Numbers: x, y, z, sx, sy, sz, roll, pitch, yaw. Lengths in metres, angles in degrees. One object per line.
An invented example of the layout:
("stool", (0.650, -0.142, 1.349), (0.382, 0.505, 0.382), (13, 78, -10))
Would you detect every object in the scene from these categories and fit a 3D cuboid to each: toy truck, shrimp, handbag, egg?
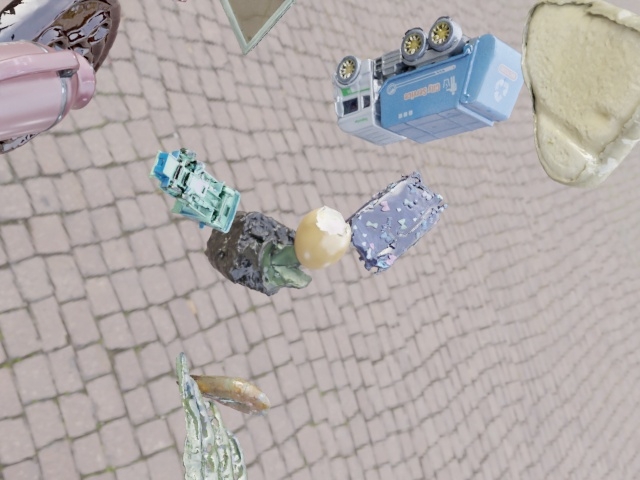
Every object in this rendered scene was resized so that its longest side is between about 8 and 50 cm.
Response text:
("toy truck", (0.190, -0.282, 1.655), (0.146, 0.367, 0.175), (16, 70, -45))
("shrimp", (-0.178, 0.278, 1.638), (0.101, 0.190, 0.042), (83, 25, -44))
("handbag", (0.175, -0.043, 2.172), (0.260, 0.113, 0.162), (-41, 97, -23))
("egg", (0.000, 0.000, 1.328), (0.080, 0.096, 0.080), (22, 42, -21))
("toy truck", (-0.184, -0.071, 1.236), (0.175, 0.081, 0.067), (41, 63, -58))

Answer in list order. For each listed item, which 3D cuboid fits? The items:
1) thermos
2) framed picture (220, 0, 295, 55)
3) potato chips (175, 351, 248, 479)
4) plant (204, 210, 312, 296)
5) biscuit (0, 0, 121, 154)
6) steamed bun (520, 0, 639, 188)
("thermos", (-0.364, -0.172, 0.999), (0.109, 0.136, 0.330), (40, 29, 11))
("framed picture", (-0.108, -0.518, 1.763), (0.018, 0.231, 0.293), (26, 29, -40))
("potato chips", (-0.111, 0.213, 0.914), (0.092, 0.028, 0.207), (35, 29, -45))
("plant", (-0.108, 0.021, 1.570), (0.142, 0.203, 0.131), (29, 89, -45))
("biscuit", (-0.515, -0.318, 1.668), (0.091, 0.407, 0.407), (39, 33, -1))
("steamed bun", (0.330, -0.171, 1.072), (0.110, 0.212, 0.231), (-4, 30, -30))
